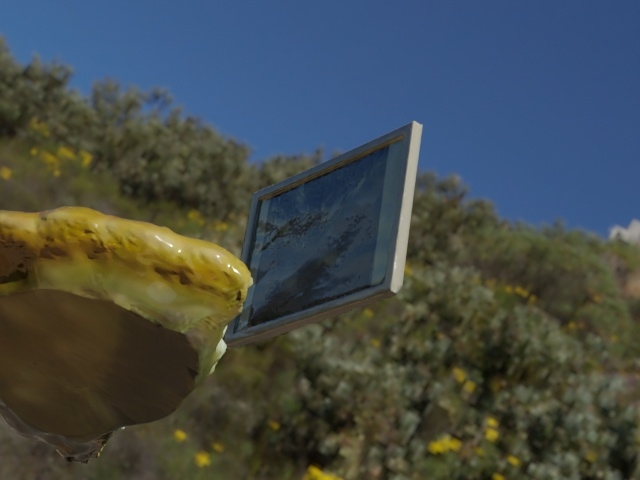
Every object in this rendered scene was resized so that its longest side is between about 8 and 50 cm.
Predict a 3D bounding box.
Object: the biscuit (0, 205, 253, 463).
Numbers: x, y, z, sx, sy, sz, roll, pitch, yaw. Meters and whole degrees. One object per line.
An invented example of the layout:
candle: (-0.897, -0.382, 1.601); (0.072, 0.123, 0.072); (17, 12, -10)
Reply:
biscuit: (-0.224, 0.108, 1.390); (0.329, 0.078, 0.335); (4, -49, 7)

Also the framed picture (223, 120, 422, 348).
framed picture: (0.000, 0.000, 1.550); (0.019, 0.209, 0.281); (29, -34, -32)
